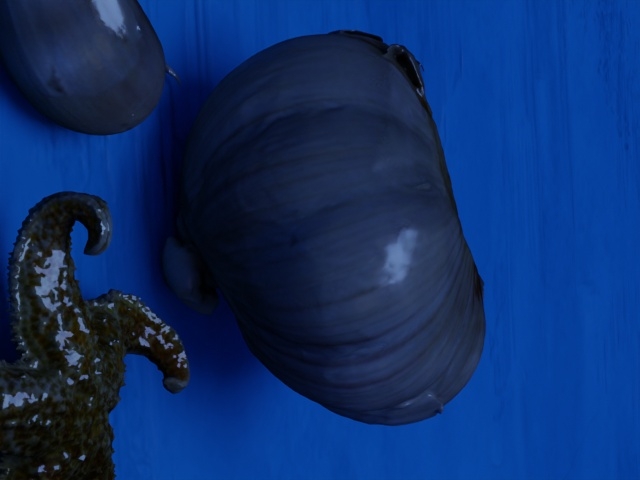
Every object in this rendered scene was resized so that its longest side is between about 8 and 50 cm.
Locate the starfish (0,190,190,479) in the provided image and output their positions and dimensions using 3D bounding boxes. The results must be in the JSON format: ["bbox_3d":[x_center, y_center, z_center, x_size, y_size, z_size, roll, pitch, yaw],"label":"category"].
[{"bbox_3d":[-0.184,0.132,1.319,0.312,0.113,0.303,45,50,-55],"label":"starfish"}]

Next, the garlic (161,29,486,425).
[{"bbox_3d":[0.017,-0.003,1.548,0.322,0.241,0.322,35,47,-47],"label":"garlic"}]

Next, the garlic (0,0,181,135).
[{"bbox_3d":[-0.160,-0.140,1.401,0.148,0.128,0.266,-60,151,-24],"label":"garlic"}]
